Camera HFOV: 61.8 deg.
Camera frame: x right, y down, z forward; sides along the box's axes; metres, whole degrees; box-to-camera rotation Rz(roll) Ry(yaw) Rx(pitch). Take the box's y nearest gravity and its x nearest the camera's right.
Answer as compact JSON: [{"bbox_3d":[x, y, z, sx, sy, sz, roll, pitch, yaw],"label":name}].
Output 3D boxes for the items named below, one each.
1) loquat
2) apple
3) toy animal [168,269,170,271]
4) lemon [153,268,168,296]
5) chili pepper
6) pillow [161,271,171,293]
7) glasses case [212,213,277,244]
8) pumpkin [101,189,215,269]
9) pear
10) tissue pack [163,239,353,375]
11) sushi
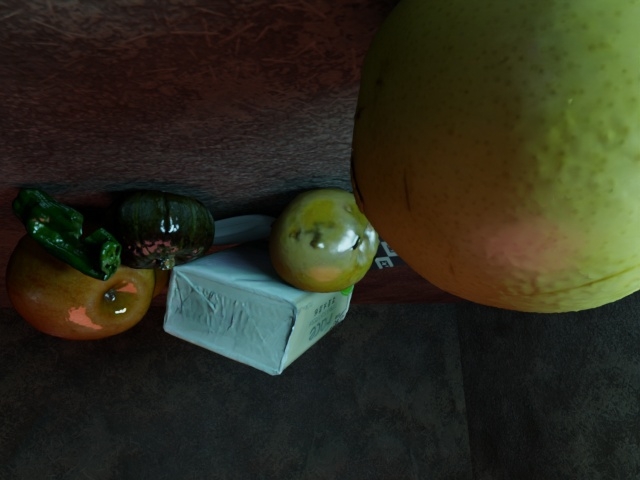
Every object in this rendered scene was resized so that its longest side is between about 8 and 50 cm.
[{"bbox_3d":[0.000,0.000,1.146,0.244,0.243,0.244,-3,167,-1],"label":"loquat"},{"bbox_3d":[-0.546,0.094,1.249,0.275,0.298,0.299,18,176,24],"label":"apple"},{"bbox_3d":[-0.598,0.098,1.804,0.241,0.056,0.099,-13,163,40],"label":"toy animal"},{"bbox_3d":[-0.532,0.090,1.529,0.203,0.178,0.178,2,174,44],"label":"lemon"},{"bbox_3d":[-0.498,-0.010,1.044,0.253,0.099,0.083,32,-167,11],"label":"chili pepper"},{"bbox_3d":[-0.451,0.132,1.836,0.236,0.084,0.223,-13,-176,31],"label":"pillow"},{"bbox_3d":[-0.211,-0.025,1.343,0.234,0.059,0.092,-9,164,29],"label":"glasses case"},{"bbox_3d":[-0.345,-0.015,1.141,0.238,0.159,0.238,-5,163,-1],"label":"pumpkin"},{"bbox_3d":[0.190,-0.100,0.493,0.349,0.348,0.348,-3,167,-1],"label":"pear"},{"bbox_3d":[-0.135,0.143,1.350,0.332,0.205,0.405,17,-166,19],"label":"tissue pack"},{"bbox_3d":[0.087,-0.025,1.272,0.192,0.050,0.215,-15,118,44],"label":"sushi"}]
